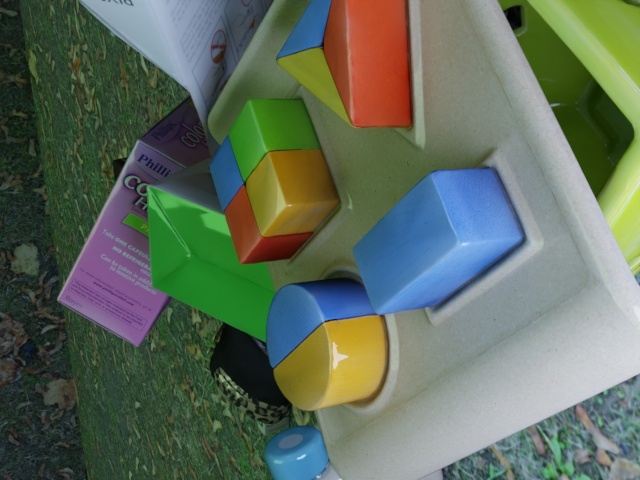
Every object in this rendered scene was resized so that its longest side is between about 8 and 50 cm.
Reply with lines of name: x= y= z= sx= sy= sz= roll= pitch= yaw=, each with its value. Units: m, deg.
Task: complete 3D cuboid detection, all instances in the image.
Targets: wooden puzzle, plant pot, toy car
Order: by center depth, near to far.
wooden puzzle: x=0.023 y=-0.020 z=0.576 sx=0.322 sy=0.081 sz=0.347 roll=-47 pitch=61 yaw=50
plant pot: x=0.183 y=-0.086 z=0.594 sx=0.227 sy=0.207 sz=0.228 roll=60 pitch=148 yaw=29
toy car: x=0.023 y=0.293 z=1.097 sx=0.238 sy=0.210 sz=0.219 roll=-146 pitch=37 yaw=-70

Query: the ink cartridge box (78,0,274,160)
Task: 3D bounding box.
ink cartridge box: x=-0.108 y=-0.291 z=0.728 sx=0.385 sy=0.091 sz=0.308 roll=77 pitch=-150 yaw=-59

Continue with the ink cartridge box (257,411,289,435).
ink cartridge box: x=-0.078 y=0.293 z=1.430 sx=0.028 sy=0.048 sz=0.083 roll=41 pitch=137 yaw=50

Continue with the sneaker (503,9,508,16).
sneaker: x=0.069 y=-0.177 z=0.875 sx=0.314 sy=0.116 sz=0.136 roll=14 pitch=115 yaw=60

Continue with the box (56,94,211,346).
box: x=-0.192 y=-0.031 z=1.068 sx=0.243 sy=0.117 sz=0.213 roll=-58 pitch=4 yaw=24

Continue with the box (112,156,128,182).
box: x=-0.236 y=-0.052 z=1.449 sx=0.203 sy=0.169 sz=0.166 roll=28 pitch=126 yaw=55

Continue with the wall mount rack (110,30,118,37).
wall mount rack: x=-0.116 y=-0.254 z=1.162 sx=0.304 sy=0.130 sz=0.349 roll=-22 pitch=93 yaw=26

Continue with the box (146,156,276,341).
box: x=0.000 y=0.000 z=0.863 sx=0.262 sy=0.231 sz=0.126 roll=22 pitch=124 yaw=29

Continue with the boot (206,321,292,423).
boot: x=-0.118 y=0.083 z=1.317 sx=0.377 sy=0.138 sz=0.284 roll=52 pitch=145 yaw=23
